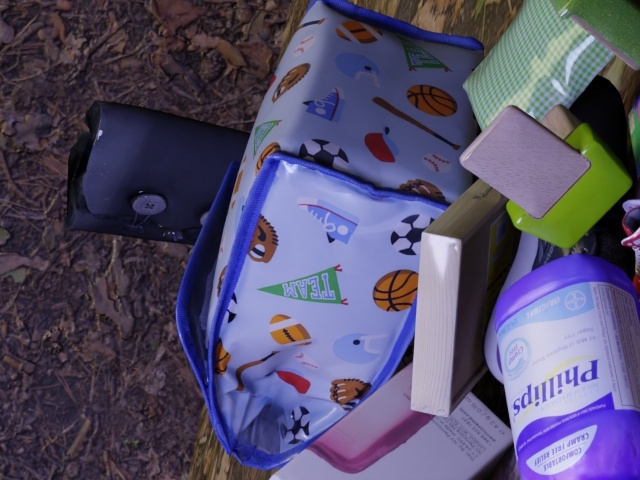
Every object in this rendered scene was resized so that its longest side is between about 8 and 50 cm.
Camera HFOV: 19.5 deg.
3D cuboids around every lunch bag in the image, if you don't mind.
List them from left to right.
[{"bbox_3d":[0.000,0.000,1.886,0.328,0.239,0.385,-75,4,-52],"label":"lunch bag"}]

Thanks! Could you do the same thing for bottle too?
[{"bbox_3d":[0.206,0.151,1.425,0.118,0.092,0.283,-33,47,34],"label":"bottle"}]

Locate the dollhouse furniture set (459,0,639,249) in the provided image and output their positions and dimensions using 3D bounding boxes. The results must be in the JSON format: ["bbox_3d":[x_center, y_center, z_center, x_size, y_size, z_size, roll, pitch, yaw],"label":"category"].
[{"bbox_3d":[0.172,-0.164,1.532,0.197,0.151,0.301,-48,27,19],"label":"dollhouse furniture set"}]

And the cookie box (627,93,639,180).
[{"bbox_3d":[0.294,-0.110,1.520,0.092,0.040,0.107,-88,18,-48],"label":"cookie box"}]

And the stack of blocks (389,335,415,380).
[{"bbox_3d":[0.080,0.147,2.110,0.297,0.087,0.171,121,160,-55],"label":"stack of blocks"}]

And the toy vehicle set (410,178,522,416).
[{"bbox_3d":[0.147,0.029,1.671,0.267,0.035,0.166,-39,-44,-60],"label":"toy vehicle set"}]

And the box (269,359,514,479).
[{"bbox_3d":[0.051,0.238,1.761,0.232,0.127,0.148,-35,-18,-39],"label":"box"}]

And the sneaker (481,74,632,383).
[{"bbox_3d":[0.233,-0.002,1.600,0.124,0.107,0.283,8,87,64],"label":"sneaker"}]

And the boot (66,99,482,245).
[{"bbox_3d":[-0.048,-0.097,2.127,0.367,0.445,0.146,117,163,-48],"label":"boot"}]

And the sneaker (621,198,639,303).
[{"bbox_3d":[0.257,0.007,1.481,0.118,0.067,0.042,119,163,-51],"label":"sneaker"}]
